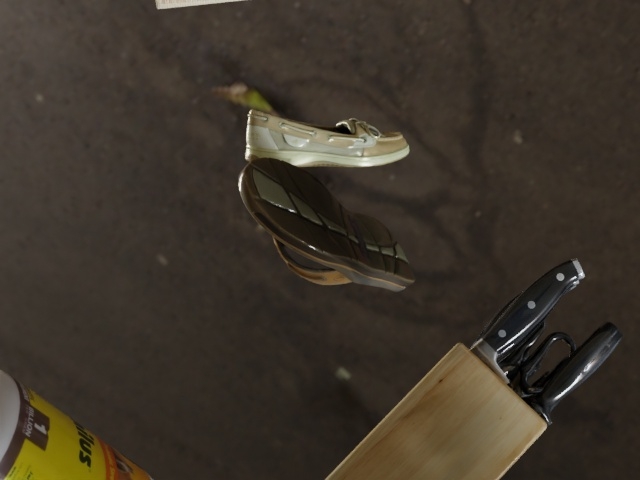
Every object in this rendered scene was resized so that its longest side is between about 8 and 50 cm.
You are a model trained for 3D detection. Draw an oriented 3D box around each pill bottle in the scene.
[{"bbox_3d":[-0.195,0.188,1.050,0.117,0.117,0.215,10,153,47],"label":"pill bottle"}]

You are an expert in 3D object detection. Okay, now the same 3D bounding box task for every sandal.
[{"bbox_3d":[0.000,0.000,1.236,0.219,0.060,0.090,25,-142,-52],"label":"sandal"}]

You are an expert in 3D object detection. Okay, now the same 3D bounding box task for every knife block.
[{"bbox_3d":[0.098,0.135,1.044,0.088,0.276,0.242,43,123,10],"label":"knife block"}]

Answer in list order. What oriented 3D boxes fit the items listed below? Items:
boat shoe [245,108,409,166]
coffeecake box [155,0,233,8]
[{"bbox_3d":[0.008,-0.091,1.284,0.056,0.153,0.048,-148,59,-67],"label":"boat shoe"},{"bbox_3d":[-0.077,-0.291,1.219,0.185,0.142,0.068,89,173,-49],"label":"coffeecake box"}]
